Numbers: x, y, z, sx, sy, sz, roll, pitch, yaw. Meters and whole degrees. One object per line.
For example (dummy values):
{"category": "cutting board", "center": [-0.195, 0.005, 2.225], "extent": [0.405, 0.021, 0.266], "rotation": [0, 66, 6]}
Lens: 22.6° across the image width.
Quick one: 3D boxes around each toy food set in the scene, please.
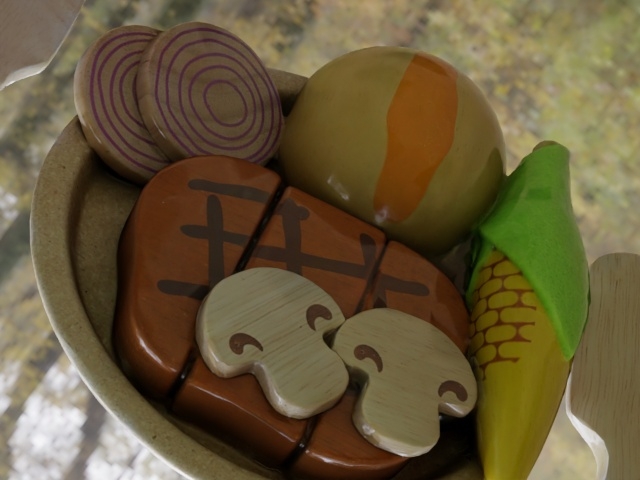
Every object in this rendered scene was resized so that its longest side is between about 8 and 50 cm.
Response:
{"category": "toy food set", "center": [0.000, 0.000, 0.349], "extent": [0.192, 0.038, 0.132], "rotation": [24, -134, -9]}
